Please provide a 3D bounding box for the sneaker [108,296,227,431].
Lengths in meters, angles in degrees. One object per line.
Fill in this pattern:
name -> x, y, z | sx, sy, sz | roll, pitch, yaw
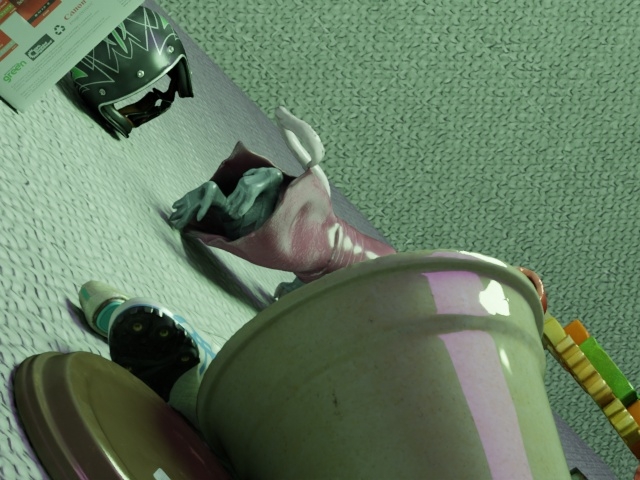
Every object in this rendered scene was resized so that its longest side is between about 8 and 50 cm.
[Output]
sneaker -> -0.125, 0.107, 1.529 | 0.237, 0.085, 0.086 | 50, 20, -53

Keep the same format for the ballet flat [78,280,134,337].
ballet flat -> -0.163, 0.082, 1.585 | 0.168, 0.057, 0.052 | 42, 0, -45

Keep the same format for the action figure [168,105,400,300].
action figure -> 0.000, 0.000, 2.205 | 0.370, 0.276, 0.248 | 28, 12, -31

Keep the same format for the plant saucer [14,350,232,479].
plant saucer -> -0.127, 0.187, 1.310 | 0.278, 0.041, 0.278 | 49, 8, -9

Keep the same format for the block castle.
block castle -> 0.304, 0.278, 2.362 | 0.453, 0.303, 0.213 | 54, 3, 36

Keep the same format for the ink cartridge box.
ink cartridge box -> -0.319, -0.343, 1.840 | 0.272, 0.309, 0.130 | 43, 9, -41

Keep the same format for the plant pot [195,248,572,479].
plant pot -> 0.090, 0.230, 1.459 | 0.334, 0.334, 0.305 | 40, 23, -50

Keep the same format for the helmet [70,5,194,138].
helmet -> -0.255, -0.234, 2.243 | 0.169, 0.169, 0.161 | 54, -7, 35
